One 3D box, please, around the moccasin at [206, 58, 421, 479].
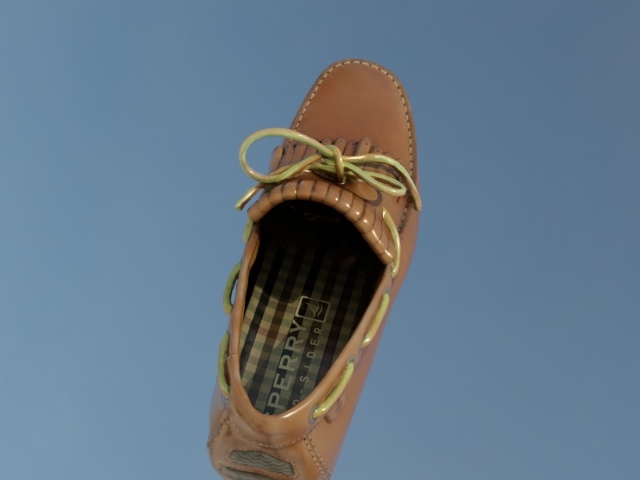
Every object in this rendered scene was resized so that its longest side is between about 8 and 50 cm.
[{"bbox_3d":[-0.003,-0.001,1.002,0.139,0.380,0.147,18,-37,7],"label":"moccasin"}]
